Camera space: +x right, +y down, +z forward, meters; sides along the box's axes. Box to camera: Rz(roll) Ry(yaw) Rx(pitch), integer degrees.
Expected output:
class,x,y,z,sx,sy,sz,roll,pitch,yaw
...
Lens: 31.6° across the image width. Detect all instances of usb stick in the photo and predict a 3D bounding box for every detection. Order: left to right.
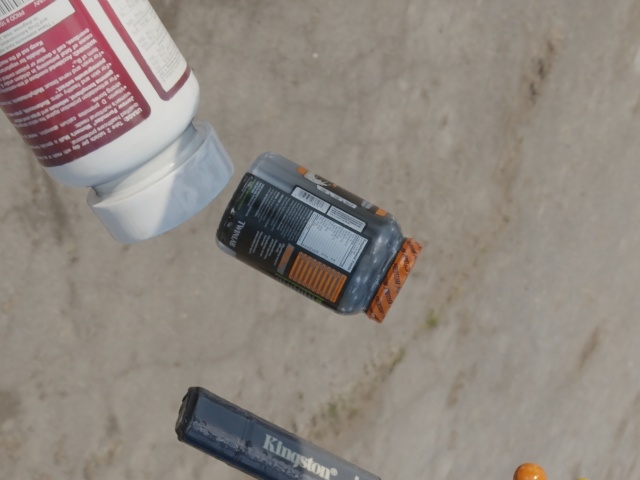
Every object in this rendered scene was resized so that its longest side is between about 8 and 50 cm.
class,x,y,z,sx,sy,sz,roll,pitch,yaw
usb stick,-0.044,0.257,1.327,0.045,0.278,0.077,-48,-160,36

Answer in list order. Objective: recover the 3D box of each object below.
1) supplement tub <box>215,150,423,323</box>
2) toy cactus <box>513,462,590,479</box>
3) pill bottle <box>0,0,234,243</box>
class,x,y,z,sx,sy,sz,roll,pitch,yaw
supplement tub,0.000,0.000,1.143,0.117,0.190,0.117,-61,175,-8
toy cactus,0.106,0.237,0.696,0.112,0.180,0.219,51,18,-27
pill bottle,-0.156,-0.113,0.747,0.121,0.121,0.221,-48,119,-32
